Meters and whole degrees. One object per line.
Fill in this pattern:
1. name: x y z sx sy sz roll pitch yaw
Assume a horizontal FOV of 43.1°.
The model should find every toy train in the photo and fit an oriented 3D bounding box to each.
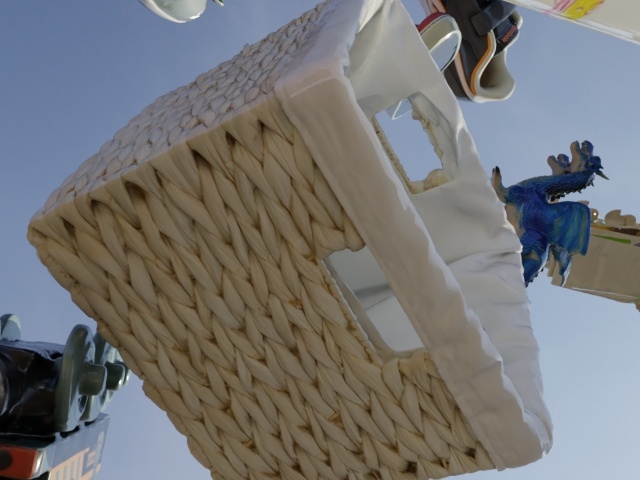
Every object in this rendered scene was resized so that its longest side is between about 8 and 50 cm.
1. toy train: -0.240 0.156 0.650 0.142 0.190 0.334 10 -9 -6

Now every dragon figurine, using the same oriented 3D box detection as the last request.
1. dragon figurine: 0.262 -0.003 0.938 0.144 0.289 0.085 7 -31 -1

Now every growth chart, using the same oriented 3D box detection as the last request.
1. growth chart: 0.428 0.025 1.194 0.237 0.021 0.172 18 -51 4

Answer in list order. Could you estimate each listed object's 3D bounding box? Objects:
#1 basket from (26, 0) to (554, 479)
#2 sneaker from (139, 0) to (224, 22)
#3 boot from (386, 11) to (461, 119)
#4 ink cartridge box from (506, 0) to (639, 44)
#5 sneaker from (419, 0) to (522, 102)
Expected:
1. basket: 0.000 0.000 0.679 0.266 0.331 0.328 -24 -69 19
2. sneaker: -0.138 -0.336 0.987 0.178 0.124 0.295 29 -10 11
3. boot: 0.089 -0.278 1.078 0.176 0.088 0.244 57 -13 4
4. ink cartridge box: 0.144 -0.224 0.366 0.306 0.131 0.226 3 -47 -37
5. sneaker: 0.217 -0.342 1.159 0.127 0.126 0.321 20 -35 37
